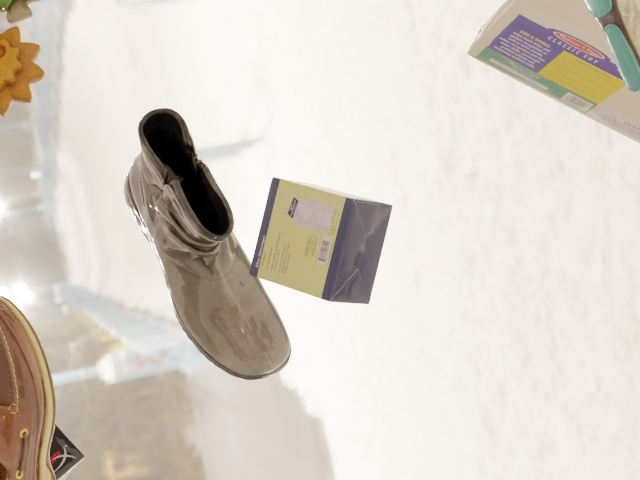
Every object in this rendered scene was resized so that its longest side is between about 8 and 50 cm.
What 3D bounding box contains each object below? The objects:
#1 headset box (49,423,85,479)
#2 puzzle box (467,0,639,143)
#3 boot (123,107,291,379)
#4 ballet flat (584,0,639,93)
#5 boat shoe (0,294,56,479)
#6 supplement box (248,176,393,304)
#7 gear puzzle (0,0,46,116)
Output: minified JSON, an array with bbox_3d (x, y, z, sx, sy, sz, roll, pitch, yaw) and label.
[{"bbox_3d":[-0.391,0.163,1.327,0.293,0.218,0.110,47,139,4],"label":"headset box"},{"bbox_3d":[0.390,-0.183,1.711,0.052,0.409,0.272,-65,6,-14],"label":"puzzle box"},{"bbox_3d":[-0.102,0.010,1.341,0.246,0.083,0.161,58,164,4],"label":"boot"},{"bbox_3d":[0.294,-0.223,1.467,0.168,0.052,0.057,65,161,-9],"label":"ballet flat"},{"bbox_3d":[-0.211,0.124,0.972,0.060,0.064,0.178,-25,-64,-58],"label":"boat shoe"},{"bbox_3d":[0.000,0.000,1.192,0.083,0.056,0.083,17,96,36],"label":"supplement box"},{"bbox_3d":[-0.334,-0.264,1.341,0.044,0.175,0.339,92,160,-76],"label":"gear puzzle"}]
